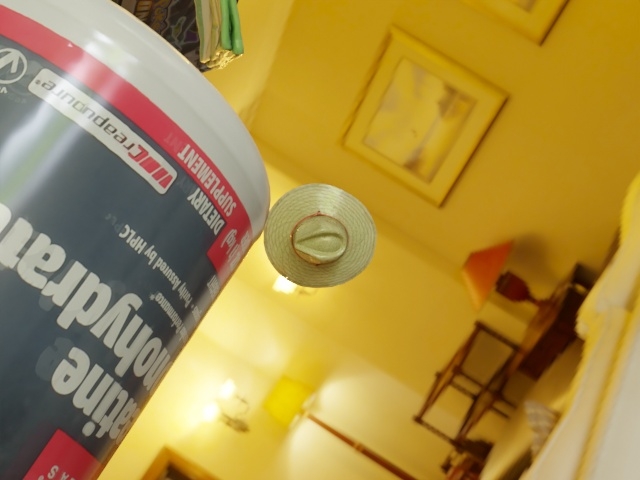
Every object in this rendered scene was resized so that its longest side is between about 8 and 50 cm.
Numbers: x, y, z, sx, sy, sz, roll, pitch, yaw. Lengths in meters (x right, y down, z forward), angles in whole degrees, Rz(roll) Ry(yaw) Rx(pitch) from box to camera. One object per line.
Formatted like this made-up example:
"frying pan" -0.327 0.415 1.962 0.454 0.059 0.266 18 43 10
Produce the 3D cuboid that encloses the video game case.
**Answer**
"video game case" -0.196 -0.317 1.313 0.248 0.035 0.275 -30 -24 -47

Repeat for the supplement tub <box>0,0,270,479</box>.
"supplement tub" -0.164 0.034 0.426 0.272 0.191 0.191 -58 -5 -20

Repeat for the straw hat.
"straw hat" 0.000 0.000 1.211 0.145 0.144 0.061 -59 7 9

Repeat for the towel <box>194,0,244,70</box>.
"towel" -0.081 -0.186 0.724 0.152 0.023 0.113 -147 48 -78
